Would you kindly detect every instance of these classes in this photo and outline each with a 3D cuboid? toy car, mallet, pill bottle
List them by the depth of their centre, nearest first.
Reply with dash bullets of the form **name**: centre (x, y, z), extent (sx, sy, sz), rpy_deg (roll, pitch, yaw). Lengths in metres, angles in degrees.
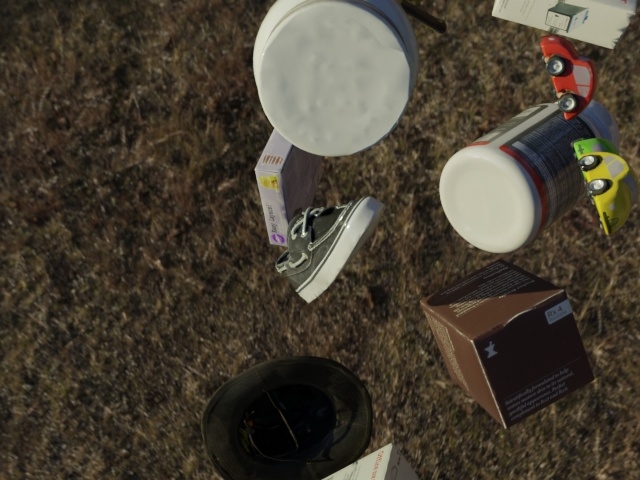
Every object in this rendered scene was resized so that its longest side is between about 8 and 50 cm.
- **pill bottle**: centre (0.013, -0.144, 0.590), extent (0.121, 0.121, 0.221), rpy_deg (-1, 24, 2)
- **mallet**: centre (0.073, -0.266, 0.825), extent (0.039, 0.189, 0.062), rpy_deg (-48, 62, 25)
- **toy car**: centre (0.325, -0.110, 0.904), extent (0.053, 0.225, 0.239), rpy_deg (-19, 73, 19)
- **pill bottle**: centre (0.413, -0.140, 1.473), extent (0.363, 0.210, 0.210), rpy_deg (-31, 63, -36)

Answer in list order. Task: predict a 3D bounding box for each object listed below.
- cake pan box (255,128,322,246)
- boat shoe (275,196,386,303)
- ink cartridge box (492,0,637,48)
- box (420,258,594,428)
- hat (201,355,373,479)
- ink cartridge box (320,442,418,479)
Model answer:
- **cake pan box**: centre (-0.063, -0.161, 1.754), extent (0.070, 0.246, 0.267), rpy_deg (10, 52, 13)
- **boat shoe**: centre (0.000, 0.000, 1.102), extent (0.102, 0.301, 0.108), rpy_deg (39, 67, 0)
- **ink cartridge box**: centre (0.366, -0.381, 1.137), extent (0.190, 0.082, 0.140), rpy_deg (16, 62, 4)
- **box**: centre (0.293, 0.157, 1.232), extent (0.168, 0.167, 0.203), rpy_deg (-26, 18, -8)
- **hat**: centre (-0.065, 0.335, 1.499), extent (0.331, 0.331, 0.134), rpy_deg (-8, 21, -2)
- **ink cartridge box**: centre (0.060, 0.466, 1.343), extent (0.208, 0.153, 0.087), rpy_deg (-35, 97, 22)
